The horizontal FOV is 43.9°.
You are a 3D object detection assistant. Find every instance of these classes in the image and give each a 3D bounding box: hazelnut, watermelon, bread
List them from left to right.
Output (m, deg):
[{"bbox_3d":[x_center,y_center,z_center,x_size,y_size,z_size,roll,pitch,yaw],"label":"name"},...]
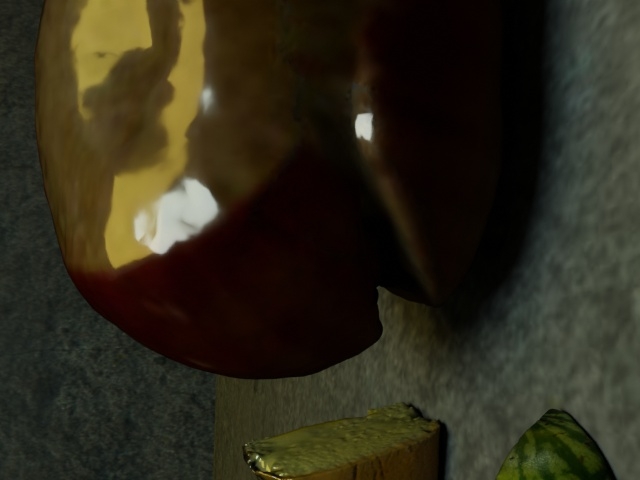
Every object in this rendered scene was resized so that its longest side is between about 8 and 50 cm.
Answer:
[{"bbox_3d":[-0.024,-0.101,0.604,0.359,0.359,0.409,-171,80,-77],"label":"hazelnut"},{"bbox_3d":[0.012,0.231,0.695,0.140,0.160,0.169,-164,78,-76],"label":"bread"},{"bbox_3d":[0.138,0.181,0.434,0.069,0.087,0.163,-4,84,39],"label":"watermelon"}]
